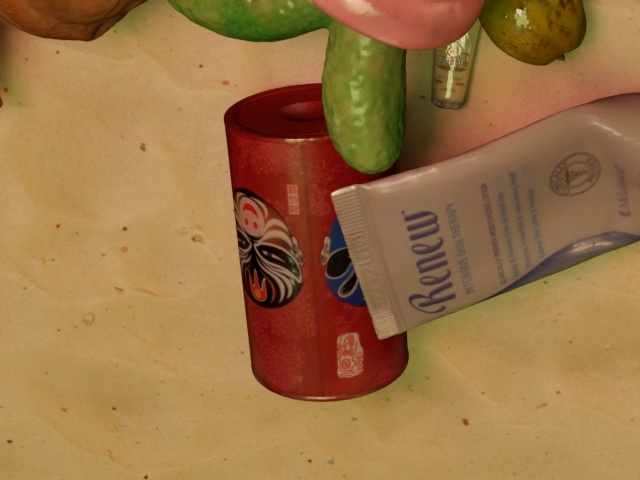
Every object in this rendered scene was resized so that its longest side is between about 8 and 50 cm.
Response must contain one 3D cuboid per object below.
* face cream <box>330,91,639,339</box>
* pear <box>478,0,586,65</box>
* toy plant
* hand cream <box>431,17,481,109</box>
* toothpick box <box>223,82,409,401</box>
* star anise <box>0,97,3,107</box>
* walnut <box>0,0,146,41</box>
[{"bbox_3d":[0.233,-0.042,1.314,0.420,0.137,0.235,-20,133,-1],"label":"face cream"},{"bbox_3d":[0.230,-0.250,1.299,0.107,0.107,0.131,-34,95,25],"label":"pear"},{"bbox_3d":[0.033,-0.275,1.156,0.317,0.210,0.356,42,141,3],"label":"toy plant"},{"bbox_3d":[0.157,-0.221,1.372,0.061,0.039,0.143,10,112,12],"label":"hand cream"},{"bbox_3d":[0.000,0.000,1.421,0.204,0.204,0.333,2,116,13],"label":"toothpick box"},{"bbox_3d":[-0.465,-0.267,1.425,0.288,0.088,0.288,45,152,32],"label":"star anise"},{"bbox_3d":[-0.291,-0.381,1.270,0.306,0.306,0.344,-2,114,15],"label":"walnut"}]
